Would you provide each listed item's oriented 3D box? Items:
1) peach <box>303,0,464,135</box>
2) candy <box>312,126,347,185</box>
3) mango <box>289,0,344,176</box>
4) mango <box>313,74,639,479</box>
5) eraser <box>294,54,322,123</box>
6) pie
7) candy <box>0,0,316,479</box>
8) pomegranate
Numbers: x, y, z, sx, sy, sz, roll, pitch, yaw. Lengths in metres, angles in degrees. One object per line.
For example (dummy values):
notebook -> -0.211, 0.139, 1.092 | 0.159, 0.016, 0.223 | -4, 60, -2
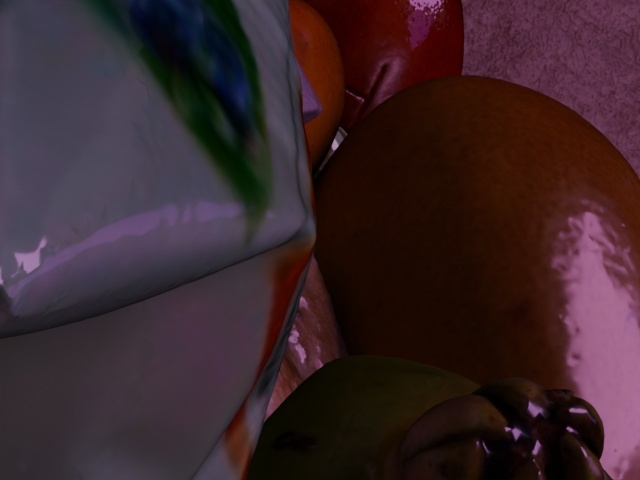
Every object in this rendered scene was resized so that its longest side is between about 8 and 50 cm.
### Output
peach -> 0.015, -0.154, 1.452 | 0.190, 0.226, 0.196 | 38, 35, 27
candy -> 0.012, -0.028, 1.416 | 0.202, 0.061, 0.061 | 67, 6, -58
mango -> -0.033, -0.093, 1.148 | 0.217, 0.102, 0.141 | -3, 77, -76
mango -> 0.118, 0.066, 1.118 | 0.264, 0.221, 0.378 | 22, 44, -33
eraser -> -0.110, -0.159, 0.855 | 0.270, 0.095, 0.174 | 61, 22, 2
pie -> -0.040, 0.047, 0.964 | 0.218, 0.052, 0.185 | 45, 29, -58
candy -> -0.084, 0.024, 0.612 | 0.398, 0.172, 0.263 | 86, 2, -51
pomegranate -> 0.051, 0.156, 0.751 | 0.190, 0.241, 0.159 | 48, 52, -20
